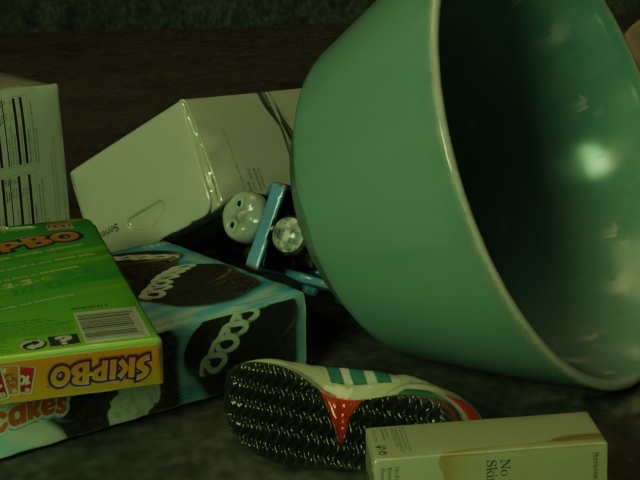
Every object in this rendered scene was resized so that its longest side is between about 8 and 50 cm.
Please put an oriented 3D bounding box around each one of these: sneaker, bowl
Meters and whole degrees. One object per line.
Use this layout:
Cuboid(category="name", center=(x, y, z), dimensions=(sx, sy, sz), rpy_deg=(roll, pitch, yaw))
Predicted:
Cuboid(category="sneaker", center=(0.022, 0.102, 0.819), dimensions=(0.161, 0.057, 0.075), rpy_deg=(6, 1, 33))
Cuboid(category="bowl", center=(0.095, -0.041, 0.938), dimensions=(0.163, 0.312, 0.311), rpy_deg=(-17, 5, 34))

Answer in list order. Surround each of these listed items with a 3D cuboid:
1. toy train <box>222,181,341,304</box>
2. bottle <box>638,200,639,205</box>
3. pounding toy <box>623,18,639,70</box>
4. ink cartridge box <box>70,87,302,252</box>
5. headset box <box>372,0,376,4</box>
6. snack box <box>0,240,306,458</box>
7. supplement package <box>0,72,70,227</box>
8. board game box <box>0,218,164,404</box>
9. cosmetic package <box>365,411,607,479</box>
Cuboid(category="toy train", center=(0.000, 0.000, 1.051), dimensions=(0.105, 0.080, 0.184), rpy_deg=(18, 3, 29))
Cuboid(category="bottle", center=(0.220, -0.043, 1.166), dimensions=(0.092, 0.118, 0.283), rpy_deg=(-6, 15, -13))
Cuboid(category="pounding toy", center=(0.410, -0.172, 1.600), dimensions=(0.183, 0.110, 0.237), rpy_deg=(29, 61, 6))
Cuboid(category="ink cartridge box", center=(-0.069, -0.054, 1.171), dimensions=(0.160, 0.093, 0.219), rpy_deg=(-26, -10, 41))
Cuboid(category="headset box", center=(0.133, -0.147, 1.411), dimensions=(0.218, 0.110, 0.293), rpy_deg=(-7, -11, -12))
Cuboid(category="snack box", center=(-0.192, 0.073, 0.926), dimensions=(0.321, 0.060, 0.187), rpy_deg=(-13, 18, -34))
Cuboid(category="supplement package", center=(-0.368, -0.068, 1.301), dimensions=(0.203, 0.149, 0.194), rpy_deg=(-14, 19, -36))
Cuboid(category="board game box", center=(-0.182, 0.036, 0.877), dimensions=(0.124, 0.039, 0.259), rpy_deg=(-6, 20, -16))
Cuboid(category="cosmetic package", center=(0.081, 0.122, 0.703), dimensions=(0.115, 0.060, 0.041), rpy_deg=(-5, 17, -3))
